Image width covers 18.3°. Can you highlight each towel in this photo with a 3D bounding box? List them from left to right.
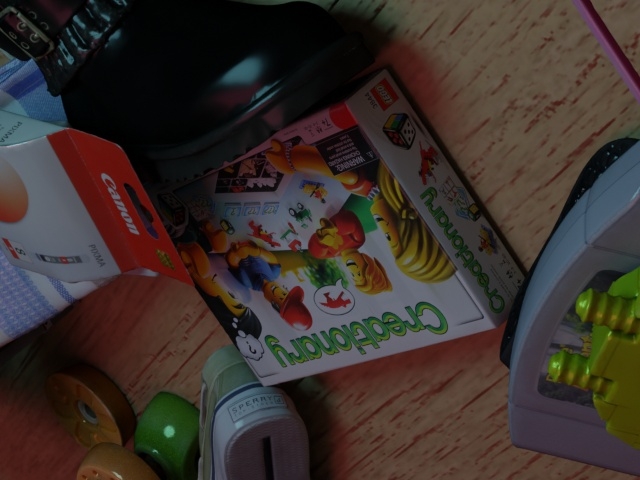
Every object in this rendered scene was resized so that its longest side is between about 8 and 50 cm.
[{"bbox_3d":[-0.269,-0.019,1.633,0.285,0.034,0.209,-29,112,19],"label":"towel"}]

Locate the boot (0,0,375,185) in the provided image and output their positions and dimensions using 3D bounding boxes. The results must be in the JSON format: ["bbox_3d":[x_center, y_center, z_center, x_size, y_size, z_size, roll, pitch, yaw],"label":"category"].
[{"bbox_3d":[-0.138,-0.175,1.399,0.348,0.131,0.260,-9,116,52],"label":"boot"}]

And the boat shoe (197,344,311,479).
[{"bbox_3d":[-0.056,0.208,1.734,0.302,0.109,0.094,95,159,-47],"label":"boat shoe"}]

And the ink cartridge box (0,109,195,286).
[{"bbox_3d":[-0.190,-0.023,1.467,0.179,0.045,0.145,19,145,41],"label":"ink cartridge box"}]

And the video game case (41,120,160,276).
[{"bbox_3d":[-0.202,-0.032,1.536,0.157,0.019,0.143,3,134,51],"label":"video game case"}]

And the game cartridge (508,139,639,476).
[{"bbox_3d":[0.223,0.056,1.218,0.196,0.060,0.294,16,142,1],"label":"game cartridge"}]

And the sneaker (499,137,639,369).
[{"bbox_3d":[0.194,0.022,1.292,0.097,0.084,0.234,21,144,-2],"label":"sneaker"}]

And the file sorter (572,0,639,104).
[{"bbox_3d":[0.267,-0.165,0.910,0.202,0.182,0.291,55,146,-10],"label":"file sorter"}]

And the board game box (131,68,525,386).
[{"bbox_3d":[0.000,0.000,1.486,0.193,0.053,0.305,55,146,-10],"label":"board game box"}]

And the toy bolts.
[{"bbox_3d":[-0.210,0.253,1.875,0.218,0.158,0.228,24,139,32],"label":"toy bolts"}]

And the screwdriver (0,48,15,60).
[{"bbox_3d":[-0.264,-0.158,1.657,0.170,0.024,0.025,43,175,12],"label":"screwdriver"}]

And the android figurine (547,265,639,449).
[{"bbox_3d":[0.271,0.080,1.151,0.273,0.056,0.248,13,142,-4],"label":"android figurine"}]

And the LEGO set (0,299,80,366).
[{"bbox_3d":[-0.390,0.004,1.802,0.255,0.192,0.331,14,132,40],"label":"LEGO set"}]
